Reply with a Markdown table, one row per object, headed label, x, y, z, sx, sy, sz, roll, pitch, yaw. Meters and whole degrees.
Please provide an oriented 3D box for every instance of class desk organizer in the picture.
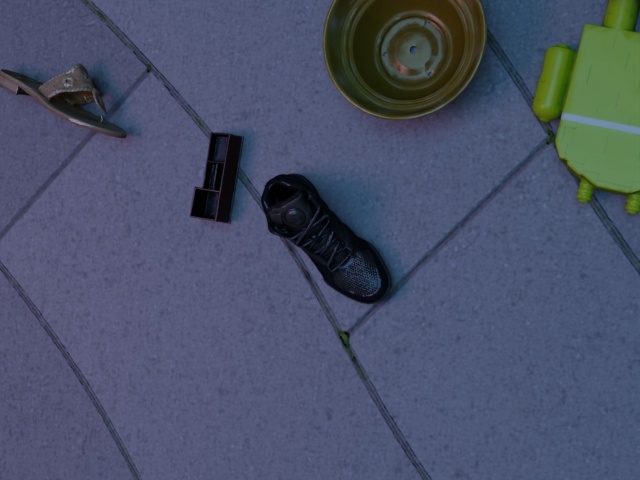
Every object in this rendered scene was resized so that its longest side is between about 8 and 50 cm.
| label | x | y | z | sx | sy | sz | roll | pitch | yaw |
| --- | --- | --- | --- | --- | --- | --- | --- | --- | --- |
| desk organizer | -0.151 | -0.092 | 1.272 | 0.047 | 0.050 | 0.130 | 10 | 92 | 16 |

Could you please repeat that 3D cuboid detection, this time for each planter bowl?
| label | x | y | z | sx | sy | sz | roll | pitch | yaw |
| --- | --- | --- | --- | --- | --- | --- | --- | --- | --- |
| planter bowl | 0.118 | -0.264 | 1.176 | 0.217 | 0.090 | 0.217 | 0 | 90 | 16 |

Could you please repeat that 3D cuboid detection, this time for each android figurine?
| label | x | y | z | sx | sy | sz | roll | pitch | yaw |
| --- | --- | --- | --- | --- | --- | --- | --- | --- | --- |
| android figurine | 0.398 | -0.173 | 1.113 | 0.248 | 0.056 | 0.273 | 12 | 92 | 16 |

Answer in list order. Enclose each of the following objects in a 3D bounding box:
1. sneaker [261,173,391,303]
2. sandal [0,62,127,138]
| label | x | y | z | sx | sy | sz | roll | pitch | yaw |
| --- | --- | --- | --- | --- | --- | --- | --- | --- | --- |
| sneaker | 0.000 | 0.000 | 1.189 | 0.087 | 0.130 | 0.228 | -41 | 81 | 14 |
| sandal | -0.386 | -0.234 | 1.323 | 0.240 | 0.088 | 0.079 | 25 | 102 | 20 |
